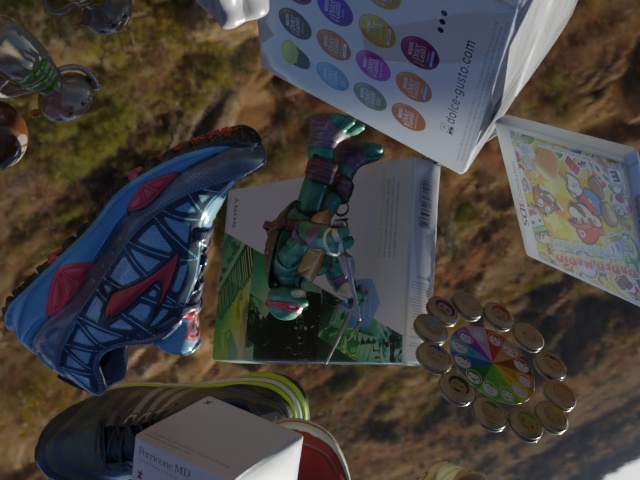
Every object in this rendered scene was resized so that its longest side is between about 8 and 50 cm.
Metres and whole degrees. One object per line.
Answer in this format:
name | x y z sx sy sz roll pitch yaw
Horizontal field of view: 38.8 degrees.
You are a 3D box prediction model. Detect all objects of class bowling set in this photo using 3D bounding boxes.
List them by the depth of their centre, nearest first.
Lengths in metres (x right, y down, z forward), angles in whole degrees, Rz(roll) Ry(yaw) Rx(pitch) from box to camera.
bowling set | -0.276 -0.113 0.750 0.287 0.200 0.154 -26 156 8

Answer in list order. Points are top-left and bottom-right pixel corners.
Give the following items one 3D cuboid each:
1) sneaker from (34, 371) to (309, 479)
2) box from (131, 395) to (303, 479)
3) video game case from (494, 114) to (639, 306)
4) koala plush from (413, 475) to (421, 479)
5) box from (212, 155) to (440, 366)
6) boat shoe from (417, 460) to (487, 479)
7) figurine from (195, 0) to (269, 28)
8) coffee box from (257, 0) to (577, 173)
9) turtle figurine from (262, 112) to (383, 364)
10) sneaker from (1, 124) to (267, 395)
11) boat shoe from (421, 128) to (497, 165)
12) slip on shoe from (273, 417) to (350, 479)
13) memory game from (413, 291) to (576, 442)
sneaker | -0.167 0.200 0.959 0.300 0.111 0.121 -13 177 8
box | -0.085 0.195 0.743 0.101 0.087 0.102 17 -162 28
video game case | 0.309 -0.039 1.103 0.026 0.206 0.227 -29 -152 -18
koala plush | 0.202 0.510 1.613 0.196 0.221 0.203 -8 -155 0
box | -0.002 0.035 1.104 0.058 0.232 0.322 15 164 -43
boat shoe | 0.123 0.479 1.323 0.341 0.121 0.110 -51 -158 -15
figurine | -0.024 -0.280 0.696 0.215 0.092 0.209 -25 163 -12
coffee box | 0.142 -0.359 1.148 0.338 0.334 0.337 -54 166 -23
turtle figurine | 0.000 0.000 0.914 0.118 0.234 0.175 12 170 6
sneaker | -0.117 0.021 0.686 0.262 0.125 0.104 -41 180 25
boat shoe | 0.253 -0.195 1.681 0.206 0.065 0.075 -32 -159 -31
slip on shoe | -0.035 0.327 0.811 0.123 0.331 0.101 10 175 -2
memory game | 0.175 0.121 0.908 0.186 0.186 0.012 -2 137 -37
